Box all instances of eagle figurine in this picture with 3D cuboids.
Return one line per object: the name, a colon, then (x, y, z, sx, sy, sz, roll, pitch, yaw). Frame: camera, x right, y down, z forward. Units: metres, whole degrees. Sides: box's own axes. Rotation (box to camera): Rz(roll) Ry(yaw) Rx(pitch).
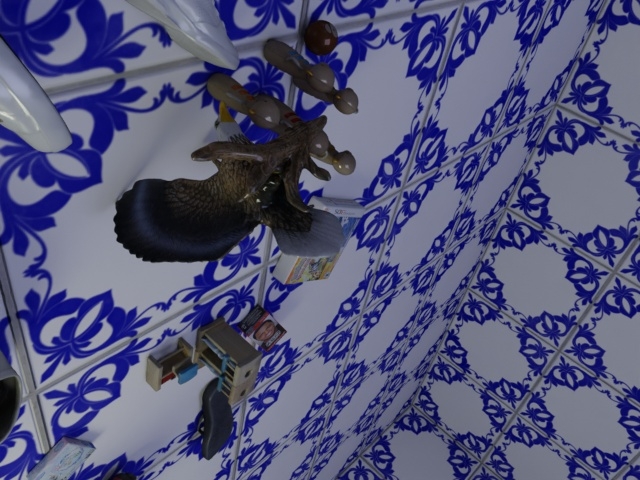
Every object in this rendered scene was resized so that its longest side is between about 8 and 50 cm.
eagle figurine: (-0.112, -0.070, 0.754, 0.226, 0.298, 0.225, 23, 60, -28)

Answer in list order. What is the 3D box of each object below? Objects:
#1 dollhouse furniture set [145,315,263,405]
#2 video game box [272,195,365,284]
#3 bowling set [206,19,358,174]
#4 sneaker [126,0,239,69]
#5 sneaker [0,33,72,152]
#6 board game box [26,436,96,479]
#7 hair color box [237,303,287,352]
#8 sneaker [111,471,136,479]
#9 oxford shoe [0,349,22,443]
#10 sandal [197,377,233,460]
dollhouse furniture set: (-0.235, 0.271, 1.148, 0.184, 0.129, 0.128, -27, 144, -43)
video game box: (0.000, 0.000, 1.296, 0.187, 0.048, 0.205, 0, 122, -56)
bowling set: (-0.012, -0.232, 0.870, 0.199, 0.154, 0.287, -59, 154, 11)
sneaker: (-0.150, -0.284, 0.681, 0.094, 0.080, 0.212, -65, 153, -3)
sneaker: (-0.343, -0.165, 0.491, 0.123, 0.106, 0.290, -41, 142, -10)
board game box: (-0.473, 0.406, 1.049, 0.090, 0.020, 0.090, -47, 154, -11)
hair color box: (-0.134, 0.207, 1.332, 0.072, 0.043, 0.141, -48, 153, -9)
sneaker: (-0.472, 0.617, 1.218, 0.135, 0.098, 0.276, -5, 128, -59)
oxford shoe: (-0.450, 0.112, 0.611, 0.169, 0.130, 0.449, -38, 149, -25)
sandal: (-0.262, 0.431, 1.402, 0.097, 0.055, 0.254, -31, 137, -50)
